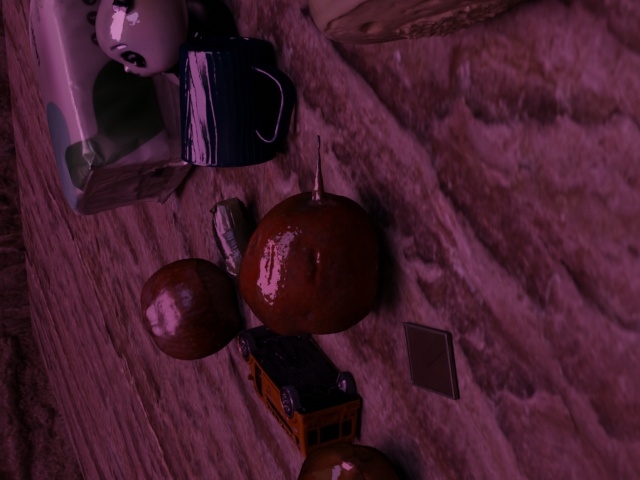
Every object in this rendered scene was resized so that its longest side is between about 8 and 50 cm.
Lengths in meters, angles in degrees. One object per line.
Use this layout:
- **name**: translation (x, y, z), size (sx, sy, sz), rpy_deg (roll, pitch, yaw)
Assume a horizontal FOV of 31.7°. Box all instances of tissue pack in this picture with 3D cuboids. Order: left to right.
- **tissue pack**: translation (-0.326, -0.241, 1.730), size (0.266, 0.194, 0.356), rpy_deg (142, 115, -67)

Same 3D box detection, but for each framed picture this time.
- **framed picture**: translation (0.105, 0.114, 1.082), size (0.089, 0.007, 0.066), rpy_deg (-175, 76, -67)

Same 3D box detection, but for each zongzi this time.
- **zongzi**: translation (-0.115, 0.005, 1.523), size (0.119, 0.055, 0.109), rpy_deg (127, 128, -77)

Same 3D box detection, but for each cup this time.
- **cup**: translation (-0.095, -0.167, 1.342), size (0.113, 0.150, 0.138), rpy_deg (-61, -28, -68)

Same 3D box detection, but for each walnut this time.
- **walnut**: translation (0.024, 0.300, 1.211), size (0.245, 0.137, 0.137), rpy_deg (102, 149, -45)

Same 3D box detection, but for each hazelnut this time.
- **hazelnut**: translation (-0.192, 0.099, 1.640), size (0.143, 0.143, 0.154), rpy_deg (118, 136, -57)

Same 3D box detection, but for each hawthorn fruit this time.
- **hawthorn fruit**: translation (-0.006, 0.017, 1.125), size (0.189, 0.149, 0.149), rpy_deg (103, 149, -49)

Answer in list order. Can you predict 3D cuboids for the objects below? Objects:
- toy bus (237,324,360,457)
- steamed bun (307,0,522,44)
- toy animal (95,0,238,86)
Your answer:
- **toy bus**: translation (-0.030, 0.170, 1.337), size (0.194, 0.083, 0.088), rpy_deg (-135, 39, -54)
- **steamed bun**: translation (0.060, -0.250, 0.823), size (0.250, 0.155, 0.199), rpy_deg (-17, 85, 65)
- **toy animal**: translation (-0.204, -0.268, 1.459), size (0.166, 0.179, 0.138), rpy_deg (16, 100, 58)
